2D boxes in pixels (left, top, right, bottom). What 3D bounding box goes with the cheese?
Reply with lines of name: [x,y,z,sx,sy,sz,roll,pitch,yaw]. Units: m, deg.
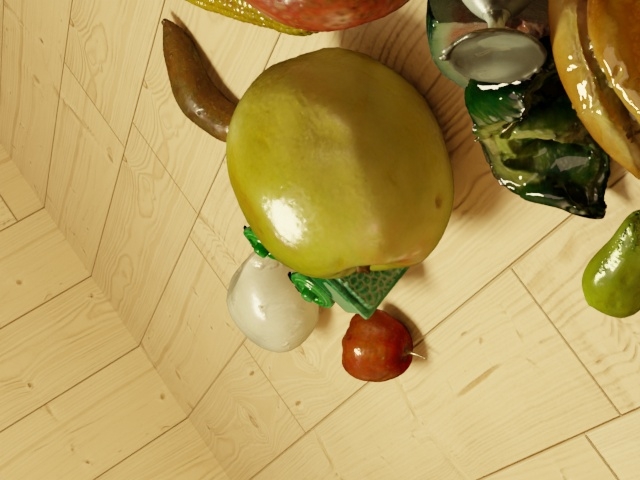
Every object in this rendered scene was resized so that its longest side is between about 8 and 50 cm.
cheese: [-0.089,0.114,2.214,0.189,0.154,0.198,51,155,3]

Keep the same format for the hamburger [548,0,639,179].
hamburger: [0.304,-0.167,1.133,0.283,0.156,0.144,58,156,-4]

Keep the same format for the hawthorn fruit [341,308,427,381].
hawthorn fruit: [0.100,0.173,1.984,0.125,0.140,0.125,-22,-90,-78]

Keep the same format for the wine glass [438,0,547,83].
wine glass: [0.174,-0.270,1.187,0.103,0.103,0.222,121,156,-63]

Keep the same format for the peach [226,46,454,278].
peach: [0.020,-0.097,1.605,0.314,0.281,0.315,-1,110,69]

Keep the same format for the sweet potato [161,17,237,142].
sweet potato: [-0.185,-0.238,2.069,0.346,0.079,0.108,45,141,19]

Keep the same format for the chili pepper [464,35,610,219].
chili pepper: [0.243,-0.140,1.311,0.148,0.116,0.264,16,158,28]

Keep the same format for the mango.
mango: [0.350,0.031,1.359,0.074,0.091,0.165,57,159,30]

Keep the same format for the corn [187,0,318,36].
corn: [-0.106,-0.370,1.716,0.363,0.120,0.120,32,145,44]

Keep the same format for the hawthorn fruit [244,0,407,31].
hawthorn fruit: [0.008,-0.354,1.331,0.284,0.285,0.369,55,176,7]

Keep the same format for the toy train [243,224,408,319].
toy train: [0.000,0.000,1.868,0.266,0.145,0.202,44,163,-17]

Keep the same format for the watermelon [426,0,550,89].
watermelon: [0.198,-0.211,1.336,0.202,0.136,0.207,34,162,52]
